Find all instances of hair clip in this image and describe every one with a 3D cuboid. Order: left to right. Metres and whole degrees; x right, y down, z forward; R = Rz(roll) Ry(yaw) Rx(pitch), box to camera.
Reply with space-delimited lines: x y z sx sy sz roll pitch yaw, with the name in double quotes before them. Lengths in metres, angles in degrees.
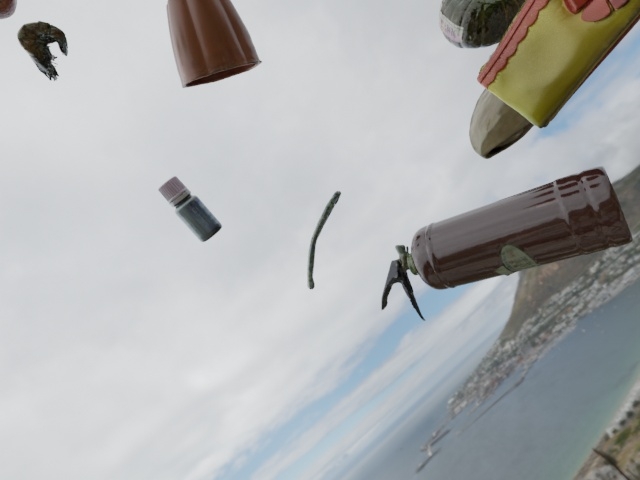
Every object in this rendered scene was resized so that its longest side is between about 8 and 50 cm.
"hair clip" -0.002 -0.001 0.910 0.066 0.036 0.229 -76 1 -77

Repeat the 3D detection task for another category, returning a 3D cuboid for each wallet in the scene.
"wallet" 0.331 -0.287 0.574 0.067 0.141 0.241 -38 -18 -38

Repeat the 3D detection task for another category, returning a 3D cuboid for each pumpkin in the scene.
"pumpkin" 0.496 -0.683 1.289 0.260 0.260 0.189 -37 -36 -11

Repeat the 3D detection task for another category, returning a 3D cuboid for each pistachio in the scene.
"pistachio" 0.466 -0.318 1.058 0.138 0.153 0.237 13 -76 -54

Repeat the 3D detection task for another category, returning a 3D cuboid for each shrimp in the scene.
"shrimp" -0.600 -0.416 0.935 0.091 0.034 0.161 -29 -13 -21

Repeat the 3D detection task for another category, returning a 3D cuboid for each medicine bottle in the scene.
"medicine bottle" -0.384 -0.093 1.238 0.084 0.203 0.083 -33 19 13

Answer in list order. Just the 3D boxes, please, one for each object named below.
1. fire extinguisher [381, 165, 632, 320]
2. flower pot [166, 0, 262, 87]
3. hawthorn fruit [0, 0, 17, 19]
"fire extinguisher" 0.223 0.024 0.590 0.344 0.137 0.102 -22 -9 34
"flower pot" -0.248 -0.447 0.926 0.191 0.191 0.173 -29 -67 -27
"hawthorn fruit" -0.568 -0.420 0.688 0.128 0.128 0.128 -34 -25 -18
